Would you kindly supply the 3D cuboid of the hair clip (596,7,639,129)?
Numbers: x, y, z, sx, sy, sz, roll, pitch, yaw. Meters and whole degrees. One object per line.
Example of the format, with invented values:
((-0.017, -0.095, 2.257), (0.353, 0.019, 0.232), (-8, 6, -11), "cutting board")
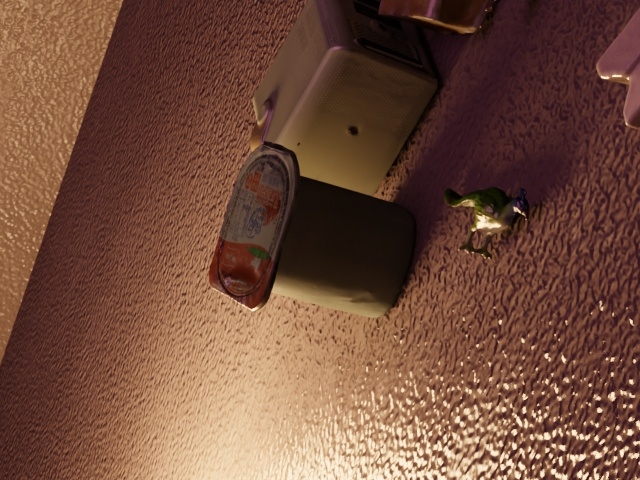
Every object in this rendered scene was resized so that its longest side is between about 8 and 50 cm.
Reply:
((0.356, -0.232, 1.566), (0.331, 0.085, 0.101), (-52, 42, 35), "hair clip")

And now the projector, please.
((0.021, -0.173, 2.287), (0.242, 0.163, 0.177), (-60, 24, 28), "projector")

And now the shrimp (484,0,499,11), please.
((0.181, -0.337, 2.034), (0.051, 0.132, 0.188), (-42, 49, 50), "shrimp")

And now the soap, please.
((0.163, -0.383, 2.172), (0.173, 0.089, 0.274), (21, 96, 68), "soap")

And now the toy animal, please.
((0.167, -0.020, 1.981), (0.217, 0.041, 0.075), (-175, 101, -73), "toy animal")

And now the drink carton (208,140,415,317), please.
((0.000, 0.000, 2.179), (0.185, 0.189, 0.191), (-160, 86, -70), "drink carton")
